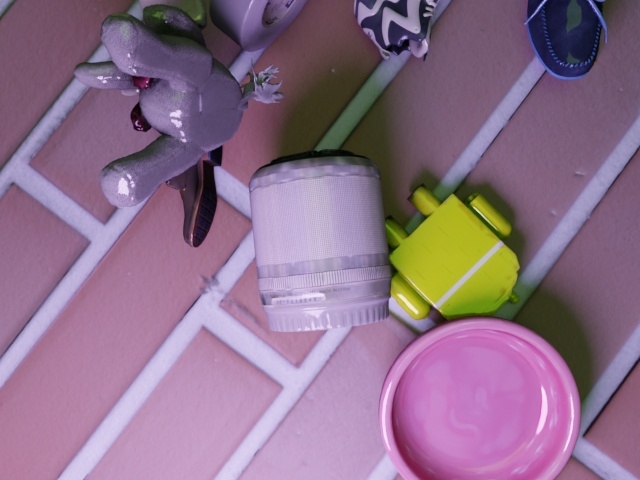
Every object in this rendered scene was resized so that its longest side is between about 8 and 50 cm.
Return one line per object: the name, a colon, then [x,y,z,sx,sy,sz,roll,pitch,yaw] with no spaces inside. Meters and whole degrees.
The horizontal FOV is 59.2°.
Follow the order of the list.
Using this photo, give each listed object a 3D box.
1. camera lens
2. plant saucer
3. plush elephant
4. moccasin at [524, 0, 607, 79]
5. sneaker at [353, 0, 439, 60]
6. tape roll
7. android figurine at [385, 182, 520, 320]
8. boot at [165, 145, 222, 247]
camera lens: [0.000,0.000,0.930,0.220,0.219,0.274,-6,87,1]
plant saucer: [0.264,0.286,0.964,0.333,0.084,0.331,0,95,0]
plush elephant: [-0.257,-0.256,0.898,0.256,0.330,0.271,31,131,30]
moccasin: [0.422,-0.455,0.979,0.138,0.117,0.341,-4,79,4]
sneaker: [0.192,-0.406,1.011,0.235,0.094,0.152,-23,88,0]
tape roll: [-0.087,-0.431,0.955,0.072,0.219,0.219,42,89,2]
android figurine: [0.234,0.035,1.006,0.273,0.056,0.248,44,88,3]
boot: [-0.246,-0.096,1.019,0.106,0.082,0.219,5,77,12]
